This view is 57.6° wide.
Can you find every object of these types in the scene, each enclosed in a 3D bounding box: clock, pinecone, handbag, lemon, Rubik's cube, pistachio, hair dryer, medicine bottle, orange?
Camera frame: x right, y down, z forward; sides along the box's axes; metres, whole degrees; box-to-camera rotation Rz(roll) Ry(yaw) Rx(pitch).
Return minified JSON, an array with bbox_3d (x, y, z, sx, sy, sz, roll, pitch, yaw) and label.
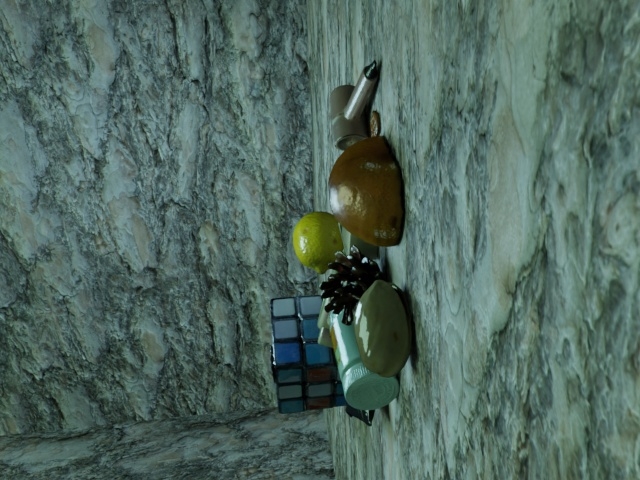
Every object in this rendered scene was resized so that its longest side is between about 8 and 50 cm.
[{"bbox_3d":[0.072,0.203,2.097,0.284,0.114,0.309,-72,-2,-49],"label":"clock"},{"bbox_3d":[0.094,0.137,1.668,0.202,0.201,0.229,45,161,-23],"label":"pinecone"},{"bbox_3d":[0.144,0.454,1.874,0.211,0.088,0.254,149,130,-74],"label":"handbag"},{"bbox_3d":[0.002,0.007,2.370,0.228,0.228,0.253,94,165,-56],"label":"lemon"},{"bbox_3d":[-0.019,0.454,2.344,0.363,0.358,0.362,87,173,-45],"label":"Rubik's cube"},{"bbox_3d":[0.157,0.217,1.438,0.137,0.153,0.238,14,-112,-53],"label":"pistachio"},{"bbox_3d":[0.112,-0.420,1.681,0.344,0.106,0.189,122,146,-66],"label":"hair dryer"},{"bbox_3d":[0.120,0.326,1.723,0.318,0.158,0.158,-103,11,-52],"label":"medicine bottle"},{"bbox_3d":[0.141,-0.126,1.533,0.310,0.274,0.274,41,146,35],"label":"orange"}]

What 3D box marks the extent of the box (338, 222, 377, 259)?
[{"bbox_3d":[0.117,-0.063,1.808,0.212,0.095,0.168,-103,13,-54],"label":"box"}]

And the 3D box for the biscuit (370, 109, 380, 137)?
[{"bbox_3d":[0.151,-0.327,1.633,0.091,0.015,0.078,124,141,-81],"label":"biscuit"}]
